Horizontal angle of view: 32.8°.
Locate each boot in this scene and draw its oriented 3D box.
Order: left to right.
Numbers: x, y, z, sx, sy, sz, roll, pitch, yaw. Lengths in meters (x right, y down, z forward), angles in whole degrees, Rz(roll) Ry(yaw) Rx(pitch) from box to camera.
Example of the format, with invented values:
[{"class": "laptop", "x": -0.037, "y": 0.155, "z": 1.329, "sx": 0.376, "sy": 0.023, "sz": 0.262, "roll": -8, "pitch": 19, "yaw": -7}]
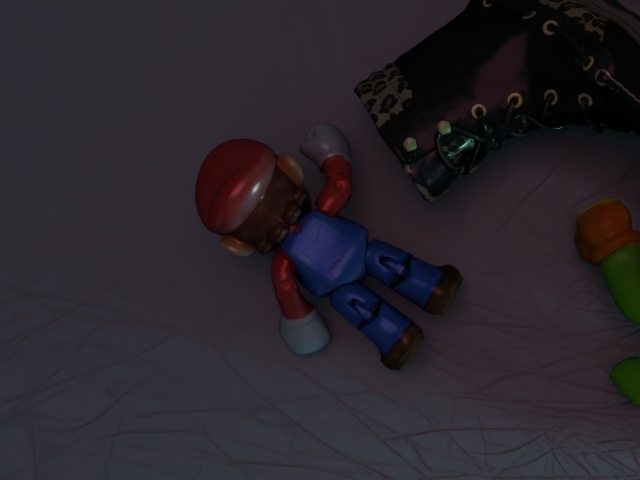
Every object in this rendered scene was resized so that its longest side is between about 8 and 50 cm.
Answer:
[{"class": "boot", "x": 0.219, "y": -0.136, "z": 1.151, "sx": 0.284, "sy": 0.138, "sz": 0.377, "roll": -35, "pitch": 54, "yaw": 6}]

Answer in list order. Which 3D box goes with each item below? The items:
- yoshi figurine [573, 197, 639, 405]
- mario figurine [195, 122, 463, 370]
[{"class": "yoshi figurine", "x": 0.415, "y": 0.106, "z": 1.103, "sx": 0.203, "sy": 0.203, "sz": 0.362, "roll": -8, "pitch": 56, "yaw": -29}, {"class": "mario figurine", "x": 0.000, "y": 0.000, "z": 1.236, "sx": 0.320, "sy": 0.170, "sz": 0.198, "roll": 37, "pitch": 52, "yaw": 6}]
